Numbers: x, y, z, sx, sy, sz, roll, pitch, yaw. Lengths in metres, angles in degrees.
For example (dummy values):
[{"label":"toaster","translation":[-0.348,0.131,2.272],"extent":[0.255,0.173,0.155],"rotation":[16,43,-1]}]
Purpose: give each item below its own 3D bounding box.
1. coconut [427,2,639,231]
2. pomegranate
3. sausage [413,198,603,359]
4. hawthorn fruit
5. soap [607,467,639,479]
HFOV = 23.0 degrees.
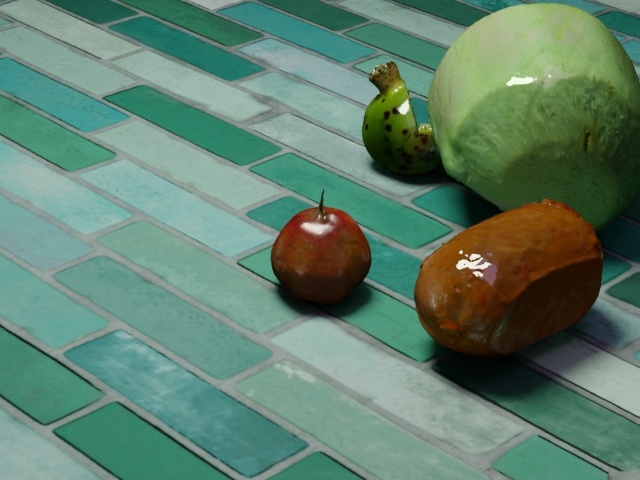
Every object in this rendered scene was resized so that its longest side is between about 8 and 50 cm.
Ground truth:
[{"label":"coconut","translation":[0.302,-0.169,2.139],"extent":[0.328,0.281,0.328],"rotation":[10,40,-8]},{"label":"pomegranate","translation":[0.115,-0.165,2.269],"extent":[0.169,0.122,0.143],"rotation":[39,16,-18]},{"label":"sausage","translation":[0.223,0.047,1.865],"extent":[0.268,0.153,0.141],"rotation":[-24,38,-39]},{"label":"hawthorn fruit","translation":[-0.001,0.011,1.953],"extent":[0.125,0.140,0.125],"rotation":[-16,0,0]},{"label":"soap","translation":[0.304,0.346,1.217],"extent":[0.159,0.258,0.302],"rotation":[2,29,-5]}]
